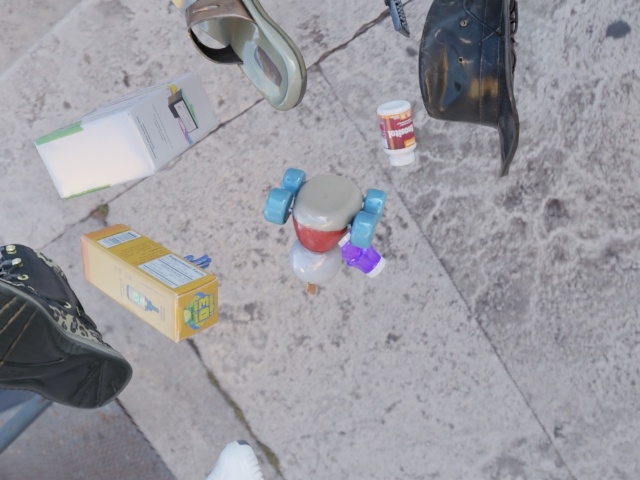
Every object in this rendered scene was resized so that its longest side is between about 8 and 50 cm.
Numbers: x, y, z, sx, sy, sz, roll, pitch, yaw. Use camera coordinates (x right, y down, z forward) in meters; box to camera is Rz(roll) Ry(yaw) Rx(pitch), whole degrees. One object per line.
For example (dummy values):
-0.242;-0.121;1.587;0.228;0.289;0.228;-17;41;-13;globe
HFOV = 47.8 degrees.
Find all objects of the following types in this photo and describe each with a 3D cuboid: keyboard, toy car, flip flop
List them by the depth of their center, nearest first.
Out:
-0.122;-0.265;0.927;0.277;0.080;0.112;52;147;22;flip flop
0.000;0.000;1.516;0.219;0.210;0.238;16;121;7;toy car
0.169;-0.570;1.688;0.023;0.108;0.180;-19;81;27;keyboard

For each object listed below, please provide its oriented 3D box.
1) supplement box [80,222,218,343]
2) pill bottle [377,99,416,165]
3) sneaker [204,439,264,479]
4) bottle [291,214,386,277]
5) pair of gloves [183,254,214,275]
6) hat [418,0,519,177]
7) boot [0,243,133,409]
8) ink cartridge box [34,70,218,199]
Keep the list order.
-0.245;0.054;1.021;0.233;0.080;0.078;27;124;37;supplement box
0.197;-0.272;1.833;0.086;0.086;0.152;-2;119;23;pill bottle
-0.150;0.314;0.768;0.153;0.094;0.235;-2;131;-28;sneaker
0.052;-0.011;1.918;0.283;0.118;0.092;41;104;-14;bottle
-0.342;0.086;1.787;0.159;0.023;0.198;-11;156;-6;pair of gloves
0.205;-0.252;0.996;0.134;0.331;0.331;0;116;13;hat
-0.299;0.059;0.687;0.085;0.236;0.178;-46;51;-3;boot
-0.337;-0.196;1.304;0.201;0.278;0.117;-13;112;22;ink cartridge box
